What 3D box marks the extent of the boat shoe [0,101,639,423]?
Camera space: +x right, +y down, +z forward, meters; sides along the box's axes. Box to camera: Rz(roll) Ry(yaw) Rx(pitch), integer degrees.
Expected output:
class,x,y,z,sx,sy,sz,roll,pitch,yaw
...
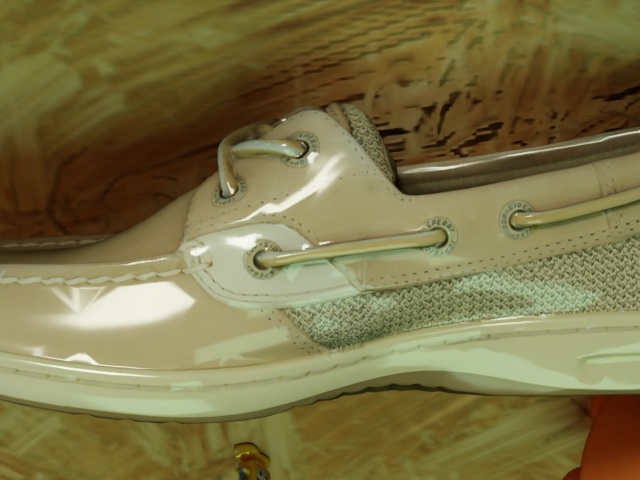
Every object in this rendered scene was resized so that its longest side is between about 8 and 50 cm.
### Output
class,x,y,z,sx,sy,sz,roll,pitch,yaw
boat shoe,0.000,0.000,0.745,0.341,0.121,0.110,-2,102,-5

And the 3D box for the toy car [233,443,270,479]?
class,x,y,z,sx,sy,sz,roll,pitch,yaw
toy car,-0.022,0.082,0.874,0.060,0.040,0.122,-11,137,10

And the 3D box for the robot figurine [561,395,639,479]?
class,x,y,z,sx,sy,sz,roll,pitch,yaw
robot figurine,0.196,0.113,0.812,0.158,0.219,0.128,-32,108,-25
